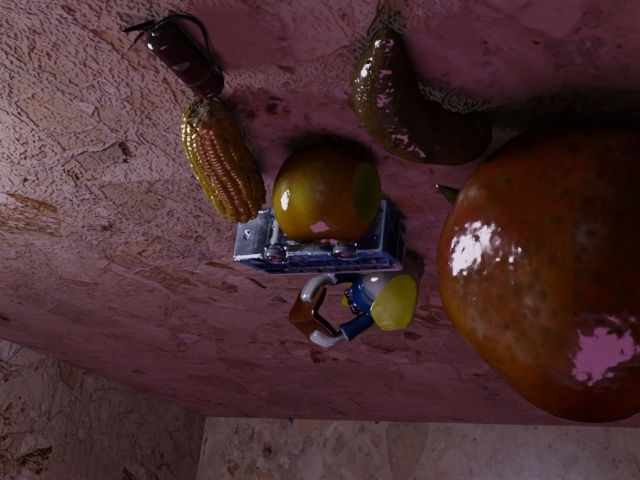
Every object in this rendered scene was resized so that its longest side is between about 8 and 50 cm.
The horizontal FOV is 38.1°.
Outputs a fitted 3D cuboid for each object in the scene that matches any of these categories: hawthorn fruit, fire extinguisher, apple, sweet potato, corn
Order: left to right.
[{"bbox_3d":[-0.167,-0.233,1.143,0.078,0.045,0.157,-29,148,11],"label":"fire extinguisher"},{"bbox_3d":[-0.142,-0.116,1.374,0.101,0.101,0.292,4,155,8],"label":"corn"},{"bbox_3d":[0.007,-0.061,1.383,0.146,0.147,0.163,-4,158,29],"label":"apple"},{"bbox_3d":[0.116,-0.161,1.163,0.124,0.098,0.310,-30,142,24],"label":"sweet potato"},{"bbox_3d":[0.326,0.020,1.225,0.402,0.403,0.403,6,159,2],"label":"hawthorn fruit"}]

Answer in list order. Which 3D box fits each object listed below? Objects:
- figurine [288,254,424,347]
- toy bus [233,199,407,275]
[{"bbox_3d":[0.088,0.129,1.815,0.283,0.205,0.338,-27,162,14],"label":"figurine"},{"bbox_3d":[0.000,0.000,1.614,0.297,0.106,0.131,-3,159,29],"label":"toy bus"}]
